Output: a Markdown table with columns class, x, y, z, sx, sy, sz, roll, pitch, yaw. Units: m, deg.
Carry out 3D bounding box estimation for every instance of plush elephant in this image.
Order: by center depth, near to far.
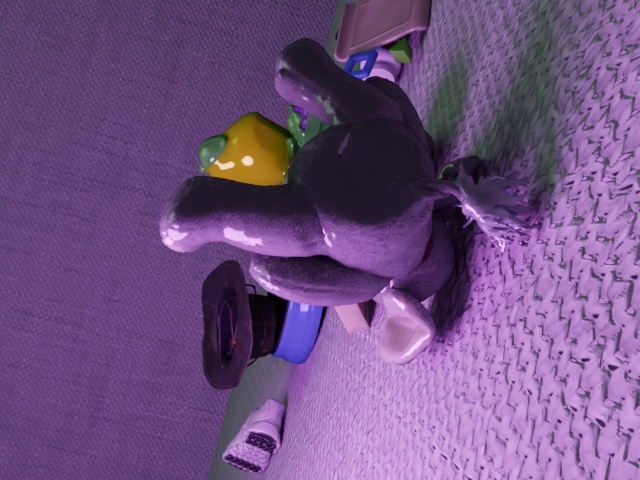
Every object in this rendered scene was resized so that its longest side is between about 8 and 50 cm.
| class | x | y | z | sx | sy | sz | roll | pitch | yaw |
| --- | --- | --- | --- | --- | --- | --- | --- | --- | --- |
| plush elephant | 0.053 | -0.019 | 0.704 | 0.255 | 0.330 | 0.271 | 74 | -142 | -61 |

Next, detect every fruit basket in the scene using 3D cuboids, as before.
| class | x | y | z | sx | sy | sz | roll | pitch | yaw |
| --- | --- | --- | --- | --- | --- | --- | --- | --- | --- |
| fruit basket | -0.080 | -0.229 | 1.483 | 0.392 | 0.393 | 0.282 | 133 | 151 | -72 |

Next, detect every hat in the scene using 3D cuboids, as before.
| class | x | y | z | sx | sy | sz | roll | pitch | yaw |
| --- | --- | --- | --- | --- | --- | --- | --- | --- | --- |
| hat | -0.178 | 0.197 | 1.529 | 0.331 | 0.134 | 0.330 | -7 | 82 | 61 |

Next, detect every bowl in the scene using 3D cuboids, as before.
| class | x | y | z | sx | sy | sz | roll | pitch | yaw |
| --- | --- | --- | --- | --- | --- | --- | --- | --- | --- |
| bowl | -0.066 | 0.098 | 1.564 | 0.391 | 0.077 | 0.390 | -173 | 90 | -77 |

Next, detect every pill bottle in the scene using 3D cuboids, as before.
| class | x | y | z | sx | sy | sz | roll | pitch | yaw |
| --- | --- | --- | --- | --- | --- | --- | --- | --- | --- |
| pill bottle | 0.129 | -0.386 | 1.349 | 0.086 | 0.086 | 0.151 | 119 | 164 | -57 |

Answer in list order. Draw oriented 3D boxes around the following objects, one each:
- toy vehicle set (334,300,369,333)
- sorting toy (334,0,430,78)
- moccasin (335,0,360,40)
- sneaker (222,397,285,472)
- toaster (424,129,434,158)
| class | x | y | z | sx | sy | sz | roll | pitch | yaw |
| --- | --- | --- | --- | --- | --- | --- | --- | --- | --- |
| toy vehicle set | 0.038 | 0.002 | 1.077 | 0.266 | 0.035 | 0.165 | -84 | -26 | -52 |
| sorting toy | 0.131 | -0.440 | 1.289 | 0.196 | 0.047 | 0.347 | -12 | 52 | 31 |
| moccasin | 0.107 | -0.563 | 1.704 | 0.342 | 0.117 | 0.137 | 150 | 135 | -78 |
| sneaker | -0.159 | 0.491 | 1.611 | 0.292 | 0.110 | 0.118 | -53 | 14 | 46 |
| toaster | 0.064 | -0.070 | 0.898 | 0.146 | 0.129 | 0.226 | -5 | -66 | -63 |
